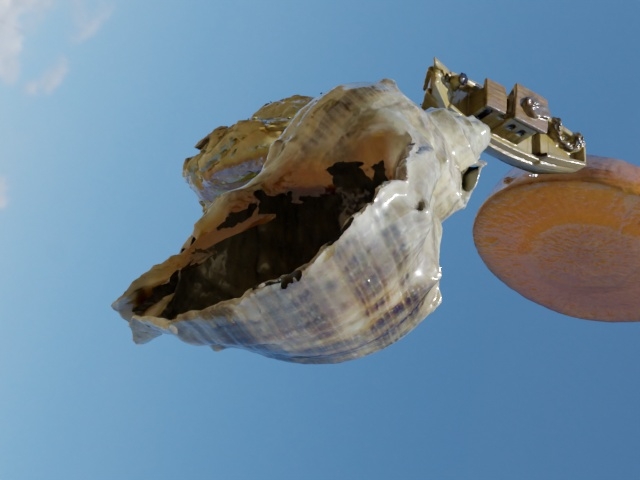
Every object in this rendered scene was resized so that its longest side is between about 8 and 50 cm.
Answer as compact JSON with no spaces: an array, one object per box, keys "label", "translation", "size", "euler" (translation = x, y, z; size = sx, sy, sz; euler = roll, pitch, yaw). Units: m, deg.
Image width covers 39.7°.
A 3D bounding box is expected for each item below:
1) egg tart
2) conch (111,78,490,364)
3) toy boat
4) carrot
[{"label":"egg tart","translation":[-0.006,-0.073,0.971],"size":[0.294,0.294,0.116],"euler":[-21,-126,50]},{"label":"conch","translation":[0.011,0.009,0.628],"size":[0.291,0.159,0.210],"euler":[-40,-148,-3]},{"label":"toy boat","translation":[0.186,-0.121,0.884],"size":[0.072,0.206,0.065],"euler":[-30,-134,50]},{"label":"carrot","translation":[0.354,-0.004,1.139],"size":[0.307,0.258,0.100],"euler":[6,-131,31]}]
